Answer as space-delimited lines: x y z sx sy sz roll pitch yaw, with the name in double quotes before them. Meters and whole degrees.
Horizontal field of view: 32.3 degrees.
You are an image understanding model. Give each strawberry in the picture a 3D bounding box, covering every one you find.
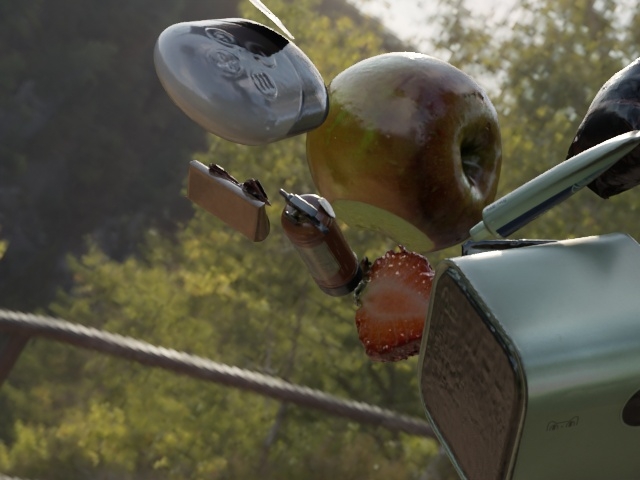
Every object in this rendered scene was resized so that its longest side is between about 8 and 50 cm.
"strawberry" 0.141 0.111 1.617 0.106 0.175 0.236 20 19 -34

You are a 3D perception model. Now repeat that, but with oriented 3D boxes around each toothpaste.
"toothpaste" 0.302 -0.071 1.414 0.069 0.268 0.047 18 45 -51

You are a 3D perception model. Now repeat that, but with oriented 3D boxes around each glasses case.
"glasses case" -0.158 -0.091 2.024 0.193 0.103 0.070 31 39 29

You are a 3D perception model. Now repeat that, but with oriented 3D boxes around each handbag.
"handbag" 0.474 -0.175 1.649 0.155 0.215 0.169 40 -30 -7

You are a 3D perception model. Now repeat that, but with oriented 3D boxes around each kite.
"kite" -0.166 -0.428 1.650 0.360 0.022 0.204 45 7 -14

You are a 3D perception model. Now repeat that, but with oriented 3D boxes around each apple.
"apple" 0.150 -0.158 2.077 0.374 0.374 0.384 37 -31 53

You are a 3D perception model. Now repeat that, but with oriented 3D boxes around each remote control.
"remote control" -0.108 -0.233 1.597 0.221 0.103 0.332 49 29 9

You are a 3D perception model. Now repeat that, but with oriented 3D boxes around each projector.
"projector" 0.279 0.151 1.312 0.249 0.249 0.248 -7 35 -17

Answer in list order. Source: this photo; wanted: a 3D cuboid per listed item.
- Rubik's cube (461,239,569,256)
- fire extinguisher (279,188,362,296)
"Rubik's cube" 0.325 0.094 1.778 0.180 0.184 0.167 3 -4 18
"fire extinguisher" 0.000 0.000 1.024 0.062 0.050 0.177 43 -8 27
